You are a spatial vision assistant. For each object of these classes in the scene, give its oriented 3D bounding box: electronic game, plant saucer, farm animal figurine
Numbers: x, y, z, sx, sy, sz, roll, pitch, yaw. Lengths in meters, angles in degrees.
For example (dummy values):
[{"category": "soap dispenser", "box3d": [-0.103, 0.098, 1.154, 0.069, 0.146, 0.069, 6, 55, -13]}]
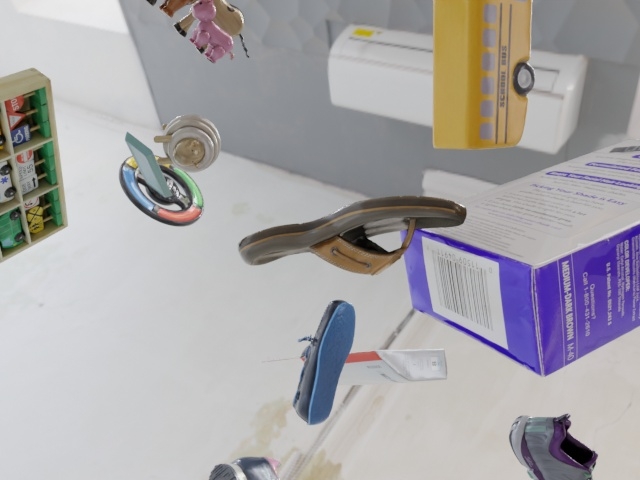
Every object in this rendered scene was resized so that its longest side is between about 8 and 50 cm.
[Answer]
[{"category": "electronic game", "box3d": [-0.390, -0.127, 1.520, 0.048, 0.229, 0.229, -45, -153, 30]}, {"category": "plant saucer", "box3d": [-0.339, -0.143, 1.211, 0.067, 0.192, 0.018, 37, -109, 12]}, {"category": "farm animal figurine", "box3d": [-0.247, -0.479, 1.058, 0.172, 0.326, 0.330, -49, -178, 3]}]

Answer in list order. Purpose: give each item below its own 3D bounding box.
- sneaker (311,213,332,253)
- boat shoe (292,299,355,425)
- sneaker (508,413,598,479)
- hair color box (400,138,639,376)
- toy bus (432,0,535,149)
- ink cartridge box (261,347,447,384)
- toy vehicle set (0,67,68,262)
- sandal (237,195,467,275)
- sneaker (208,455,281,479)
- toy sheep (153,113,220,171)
[{"category": "sneaker", "box3d": [0.000, 0.000, 1.292, 0.073, 0.162, 0.063, -37, -103, -16]}, {"category": "boat shoe", "box3d": [-0.009, 0.238, 1.236, 0.089, 0.109, 0.259, 19, -92, 46]}, {"category": "sneaker", "box3d": [0.361, 0.345, 0.867, 0.098, 0.224, 0.083, -28, -171, 45]}, {"category": "hair color box", "box3d": [0.271, -0.005, 0.606, 0.338, 0.110, 0.185, -21, -159, -21]}, {"category": "toy bus", "box3d": [0.247, -0.311, 0.941, 0.130, 0.333, 0.108, -8, -167, -29]}, {"category": "ink cartridge box", "box3d": [0.088, 0.336, 1.592, 0.384, 0.091, 0.308, 5, 165, -37]}, {"category": "toy vehicle set", "box3d": [-0.424, -0.082, 0.808, 0.035, 0.267, 0.166, 35, -132, 17]}, {"category": "sandal", "box3d": [0.024, 0.005, 0.545, 0.219, 0.090, 0.060, -12, -100, 22]}, {"category": "sneaker", "box3d": [-0.056, 0.474, 0.910, 0.131, 0.112, 0.319, 3, -122, -48]}, {"category": "toy sheep", "box3d": [-0.185, -0.140, 0.875, 0.091, 0.091, 0.132, -8, -150, 2]}]
